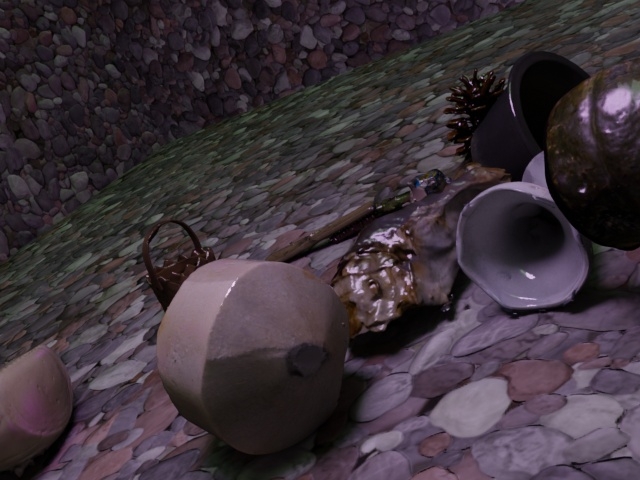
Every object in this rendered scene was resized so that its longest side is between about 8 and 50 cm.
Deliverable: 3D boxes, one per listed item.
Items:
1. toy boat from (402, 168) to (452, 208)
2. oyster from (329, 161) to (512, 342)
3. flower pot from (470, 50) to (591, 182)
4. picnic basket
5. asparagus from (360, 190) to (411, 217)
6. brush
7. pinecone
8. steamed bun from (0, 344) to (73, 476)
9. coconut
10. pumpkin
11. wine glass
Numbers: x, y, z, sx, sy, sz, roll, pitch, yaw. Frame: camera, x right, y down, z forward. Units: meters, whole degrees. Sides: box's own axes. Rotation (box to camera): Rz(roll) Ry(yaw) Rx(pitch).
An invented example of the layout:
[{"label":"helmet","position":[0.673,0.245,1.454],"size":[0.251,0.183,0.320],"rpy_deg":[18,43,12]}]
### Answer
[{"label":"toy boat","position":[0.198,-0.087,1.340],"size":[0.066,0.084,0.210],"rpy_deg":[-13,13,24]},{"label":"oyster","position":[0.143,0.014,1.053],"size":[0.337,0.133,0.198],"rpy_deg":[-36,28,-12]},{"label":"flower pot","position":[0.323,-0.146,1.146],"size":[0.235,0.235,0.148],"rpy_deg":[-43,5,-39]},{"label":"picnic basket","position":[-0.266,0.048,1.428],"size":[0.138,0.178,0.128],"rpy_deg":[-11,24,40]},{"label":"asparagus","position":[0.130,-0.066,1.430],"size":[0.165,0.030,0.036],"rpy_deg":[-19,31,21]},{"label":"brush","position":[0.000,0.000,1.432],"size":[0.248,0.036,0.043],"rpy_deg":[-29,13,16]},{"label":"pinecone","position":[0.305,-0.238,1.436],"size":[0.163,0.165,0.163],"rpy_deg":[-24,14,7]},{"label":"steamed bun","position":[-0.472,0.273,1.185],"size":[0.170,0.152,0.238],"rpy_deg":[-33,3,5]},{"label":"coconut","position":[-0.073,0.133,0.906],"size":[0.241,0.241,0.241],"rpy_deg":[-24,19,9]},{"label":"pumpkin","position":[0.418,-0.096,0.789],"size":[0.325,0.241,0.232],"rpy_deg":[-17,-1,-25]},{"label":"wine glass","position":[0.273,-0.025,0.943],"size":[0.165,0.164,0.196],"rpy_deg":[-11,20,39]}]
